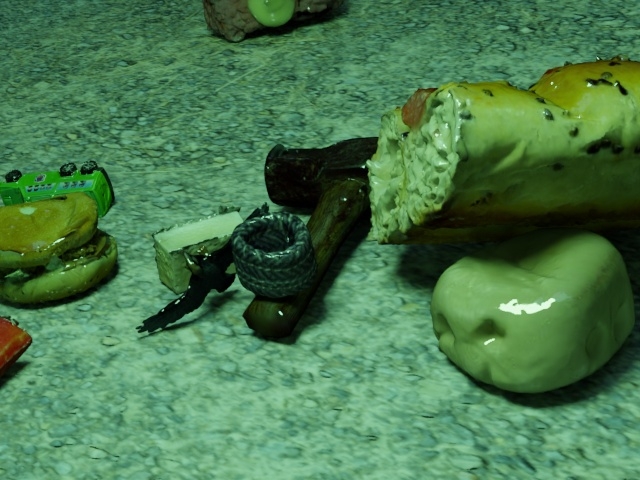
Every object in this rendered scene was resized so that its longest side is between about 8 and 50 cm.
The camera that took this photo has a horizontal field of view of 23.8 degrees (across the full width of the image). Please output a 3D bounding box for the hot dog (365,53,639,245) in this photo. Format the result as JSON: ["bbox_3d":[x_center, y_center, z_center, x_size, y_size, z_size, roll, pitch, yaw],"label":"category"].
[{"bbox_3d":[0.263,-0.099,1.735,0.366,0.196,0.367,1,-7,-15],"label":"hot dog"}]

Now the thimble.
[{"bbox_3d":[-0.054,0.016,1.765,0.095,0.066,0.104,-12,33,0],"label":"thimble"}]

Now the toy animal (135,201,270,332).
[{"bbox_3d":[-0.137,0.036,1.834,0.220,0.062,0.108,-45,-3,0],"label":"toy animal"}]

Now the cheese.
[{"bbox_3d":[0.223,0.070,1.622,0.218,0.117,0.235,-6,23,14],"label":"cheese"}]

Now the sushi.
[{"bbox_3d":[-0.099,-0.468,2.780,0.270,0.170,0.236,-15,26,-3],"label":"sushi"}]

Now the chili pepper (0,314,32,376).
[{"bbox_3d":[-0.405,0.160,1.750,0.088,0.065,0.169,-16,26,28],"label":"chili pepper"}]

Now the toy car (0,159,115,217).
[{"bbox_3d":[-0.382,-0.064,2.183,0.165,0.071,0.062,-5,40,11],"label":"toy car"}]

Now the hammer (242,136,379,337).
[{"bbox_3d":[0.000,0.000,1.908,0.243,0.095,0.409,1,34,23],"label":"hammer"}]

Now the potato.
[{"bbox_3d":[-0.146,0.011,1.927,0.122,0.086,0.061,-18,40,-17],"label":"potato"}]

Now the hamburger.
[{"bbox_3d":[-0.361,0.018,1.973,0.177,0.113,0.185,13,42,30],"label":"hamburger"}]
